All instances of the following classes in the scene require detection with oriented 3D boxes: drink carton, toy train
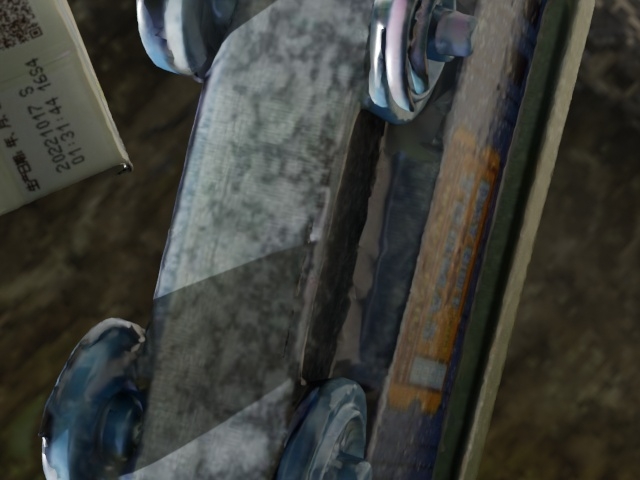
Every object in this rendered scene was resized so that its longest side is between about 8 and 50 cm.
[{"bbox_3d":[-0.223,-0.176,0.969,0.324,0.132,0.194,-118,6,-46],"label":"drink carton"},{"bbox_3d":[0.000,0.000,0.697,0.131,0.300,0.202,14,178,22],"label":"toy train"}]
